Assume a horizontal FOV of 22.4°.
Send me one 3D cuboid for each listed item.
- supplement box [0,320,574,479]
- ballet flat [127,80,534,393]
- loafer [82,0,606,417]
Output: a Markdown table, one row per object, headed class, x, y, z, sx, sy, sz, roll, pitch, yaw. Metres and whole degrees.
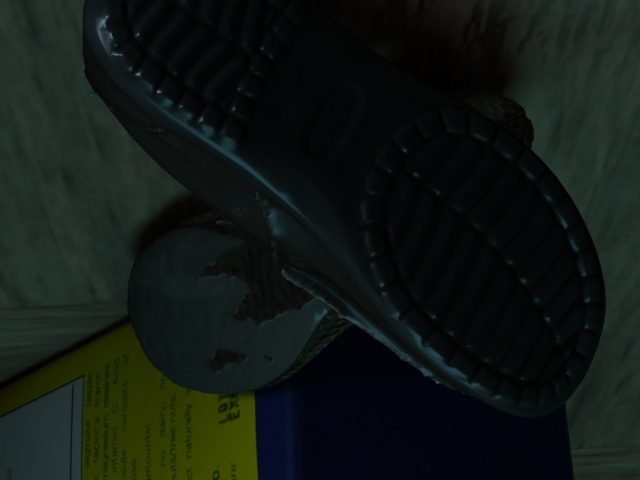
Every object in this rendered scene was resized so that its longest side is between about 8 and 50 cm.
| class | x | y | z | sx | sy | sz | roll | pitch | yaw |
| --- | --- | --- | --- | --- | --- | --- | --- | --- | --- |
| supplement box | -0.051 | 0.161 | 0.885 | 0.195 | 0.194 | 0.356 | 16 | 151 | -37 |
| ballet flat | 0.000 | 0.000 | 0.680 | 0.058 | 0.084 | 0.250 | -31 | 178 | -44 |
| loafer | 0.008 | -0.022 | 0.555 | 0.220 | 0.080 | 0.078 | 42 | 162 | -15 |
